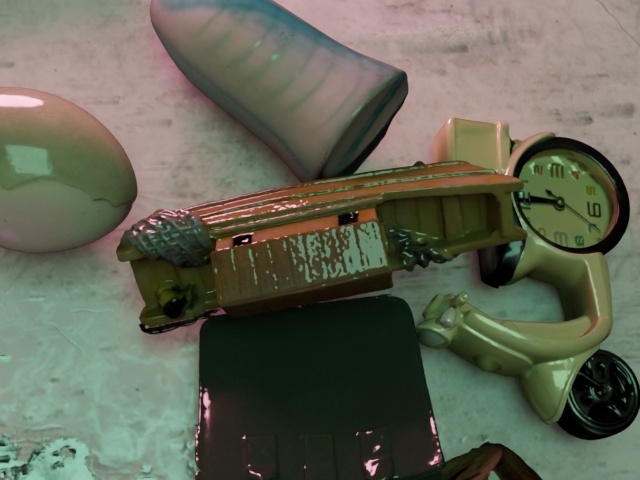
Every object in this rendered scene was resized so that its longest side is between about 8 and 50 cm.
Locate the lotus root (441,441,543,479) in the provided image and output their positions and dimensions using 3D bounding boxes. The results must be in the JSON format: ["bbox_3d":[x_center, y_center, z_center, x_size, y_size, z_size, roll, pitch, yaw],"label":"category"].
[{"bbox_3d":[0.193,0.399,1.005,0.250,0.250,0.346,-34,81,-18],"label":"lotus root"}]

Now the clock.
[{"bbox_3d":[0.249,0.041,1.203,0.276,0.120,0.379,9,65,-9],"label":"clock"}]

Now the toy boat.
[{"bbox_3d":[0.000,0.000,1.081,0.445,0.162,0.136,-12,117,1],"label":"toy boat"}]

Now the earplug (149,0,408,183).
[{"bbox_3d":[-0.074,-0.216,1.214,0.324,0.185,0.185,37,69,12],"label":"earplug"}]

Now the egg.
[{"bbox_3d":[-0.313,-0.074,1.101,0.217,0.183,0.183,16,69,6],"label":"egg"}]

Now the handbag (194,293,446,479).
[{"bbox_3d":[-0.004,0.177,1.051,0.247,0.079,0.260,-5,39,0],"label":"handbag"}]
